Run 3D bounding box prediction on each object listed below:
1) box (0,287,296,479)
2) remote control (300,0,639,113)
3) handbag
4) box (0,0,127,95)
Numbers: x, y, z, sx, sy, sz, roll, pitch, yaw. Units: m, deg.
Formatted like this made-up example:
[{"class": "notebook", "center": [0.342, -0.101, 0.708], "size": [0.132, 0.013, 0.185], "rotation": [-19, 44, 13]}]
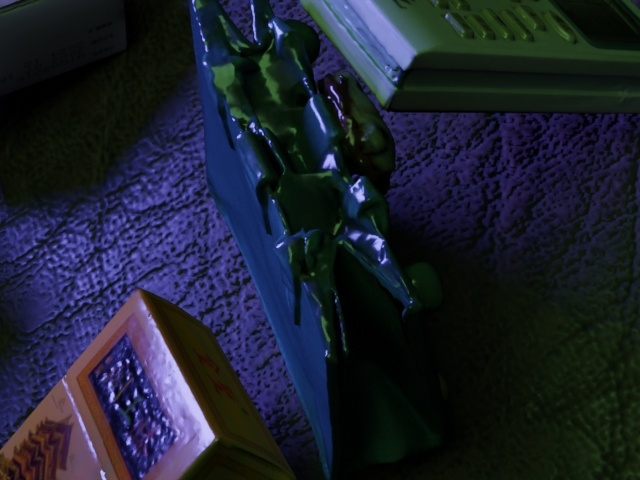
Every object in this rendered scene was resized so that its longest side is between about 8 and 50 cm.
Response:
[{"class": "box", "center": [-0.155, 0.188, 0.938], "size": [0.274, 0.076, 0.174], "rotation": [-49, 39, 10]}, {"class": "remote control", "center": [0.123, -0.134, 0.923], "size": [0.103, 0.277, 0.055], "rotation": [54, 130, 30]}, {"class": "handbag", "center": [0.005, 0.000, 0.907], "size": [0.100, 0.274, 0.268], "rotation": [-19, 61, -8]}, {"class": "box", "center": [-0.288, -0.202, 1.164], "size": [0.212, 0.095, 0.168], "rotation": [-25, 55, -20]}]
